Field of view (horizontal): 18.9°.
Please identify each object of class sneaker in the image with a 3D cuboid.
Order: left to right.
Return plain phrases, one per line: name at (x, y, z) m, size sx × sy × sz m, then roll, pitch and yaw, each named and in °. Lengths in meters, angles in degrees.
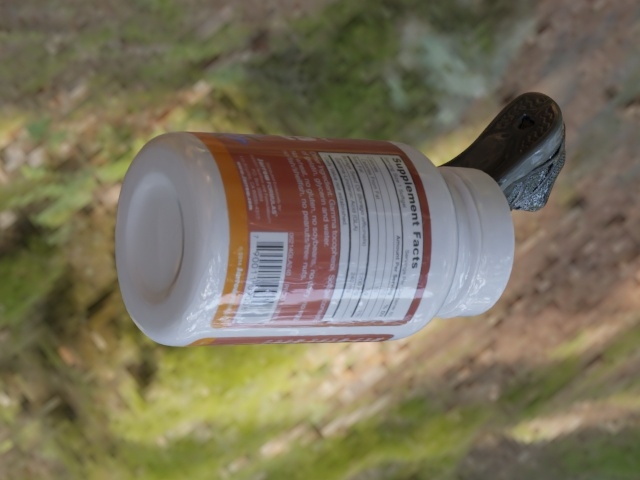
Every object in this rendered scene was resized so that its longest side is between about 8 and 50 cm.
sneaker at (0.166, -0.046, 1.988) m, size 0.227 × 0.087 × 0.130 m, roll -42°, pitch 151°, yaw -3°

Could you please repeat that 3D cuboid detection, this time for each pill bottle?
pill bottle at (0.000, 0.000, 1.113) m, size 0.216 × 0.121 × 0.121 m, roll 1°, pitch 146°, yaw -32°
